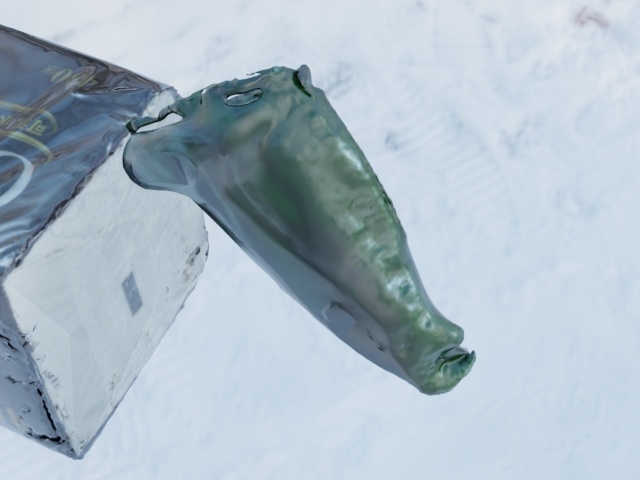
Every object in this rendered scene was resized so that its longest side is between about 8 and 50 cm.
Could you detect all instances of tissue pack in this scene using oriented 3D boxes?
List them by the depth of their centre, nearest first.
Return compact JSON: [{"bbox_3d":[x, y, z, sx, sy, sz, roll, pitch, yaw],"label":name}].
[{"bbox_3d":[-0.266,-0.037,0.721,0.370,0.210,0.198,20,52,19],"label":"tissue pack"}]

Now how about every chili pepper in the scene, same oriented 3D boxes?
[{"bbox_3d":[0.001,-0.003,0.544,0.216,0.108,0.062,42,52,-17],"label":"chili pepper"}]
